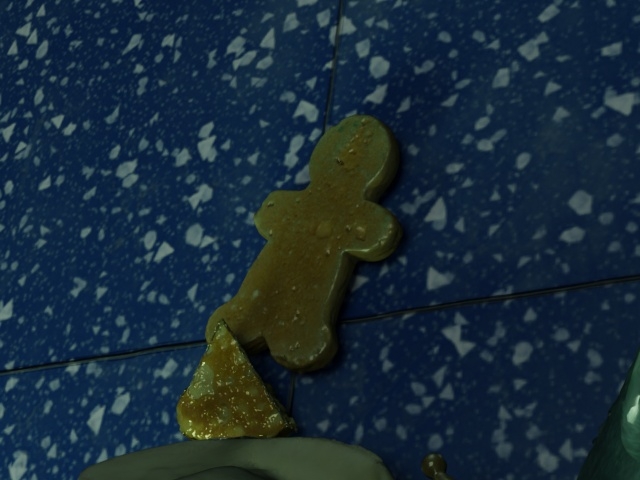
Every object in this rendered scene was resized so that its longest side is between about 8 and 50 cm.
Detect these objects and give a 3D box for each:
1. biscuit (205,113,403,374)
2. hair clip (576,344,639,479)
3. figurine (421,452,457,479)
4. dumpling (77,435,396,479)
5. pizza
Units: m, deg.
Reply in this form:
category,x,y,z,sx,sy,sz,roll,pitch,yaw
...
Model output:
category,x,y,z,sx,sy,sz,roll,pitch,yaw
biscuit,0.000,0.000,1.120,0.153,0.030,0.234,10,69,38
hair clip,0.306,0.040,0.716,0.238,0.392,0.318,22,74,14
figurine,0.158,0.262,0.765,0.166,0.207,0.387,-25,34,-7
dumpling,-0.050,0.248,0.926,0.260,0.181,0.341,-21,14,-3
pizza,-0.068,0.117,1.085,0.123,0.026,0.109,-5,85,35
